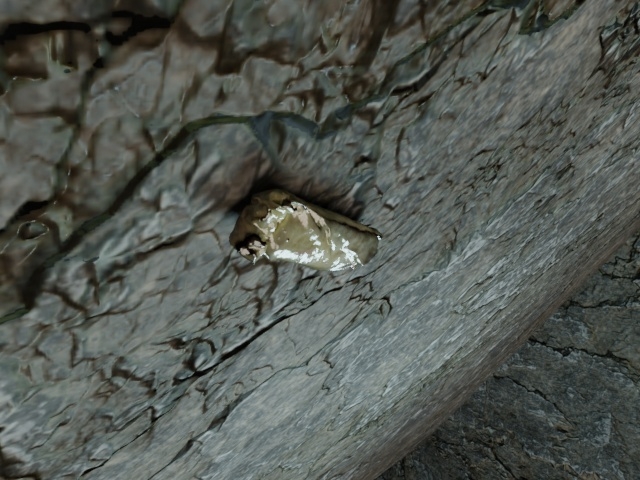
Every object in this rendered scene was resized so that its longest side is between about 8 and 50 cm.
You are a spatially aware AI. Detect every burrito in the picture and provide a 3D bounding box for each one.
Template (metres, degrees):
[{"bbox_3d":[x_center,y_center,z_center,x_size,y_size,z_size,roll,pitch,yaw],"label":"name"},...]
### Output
[{"bbox_3d":[-0.001,-0.001,0.374,0.051,0.042,0.171,-51,147,14],"label":"burrito"}]
